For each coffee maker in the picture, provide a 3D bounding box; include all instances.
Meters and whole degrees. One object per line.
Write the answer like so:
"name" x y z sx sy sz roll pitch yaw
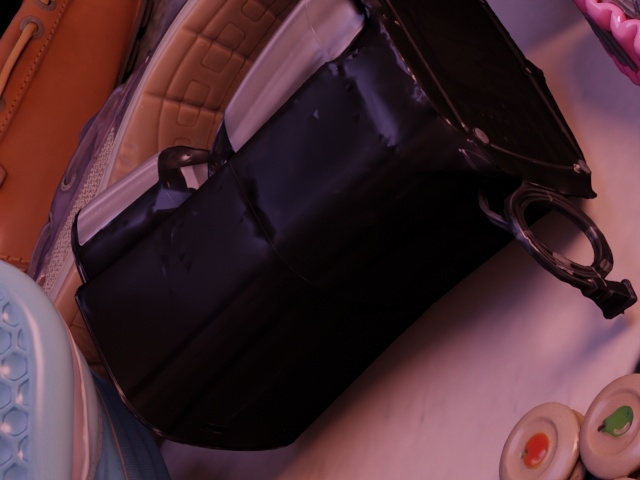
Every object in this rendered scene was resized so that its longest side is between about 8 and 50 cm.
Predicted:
"coffee maker" 0.000 0.000 0.682 0.178 0.120 0.171 -45 34 27

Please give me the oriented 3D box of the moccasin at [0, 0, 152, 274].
"moccasin" -0.190 -0.120 1.050 0.139 0.147 0.380 -26 44 45

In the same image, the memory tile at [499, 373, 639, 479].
"memory tile" 0.089 0.107 0.561 0.113 0.012 0.148 -26 45 46

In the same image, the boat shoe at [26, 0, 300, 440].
"boat shoe" -0.066 -0.035 0.836 0.092 0.102 0.285 38 104 55

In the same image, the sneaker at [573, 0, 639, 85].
"sneaker" 0.130 -0.079 0.635 0.057 0.047 0.119 -44 34 0

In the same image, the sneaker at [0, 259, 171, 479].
"sneaker" -0.115 0.178 0.699 0.127 0.208 0.319 1 76 9
